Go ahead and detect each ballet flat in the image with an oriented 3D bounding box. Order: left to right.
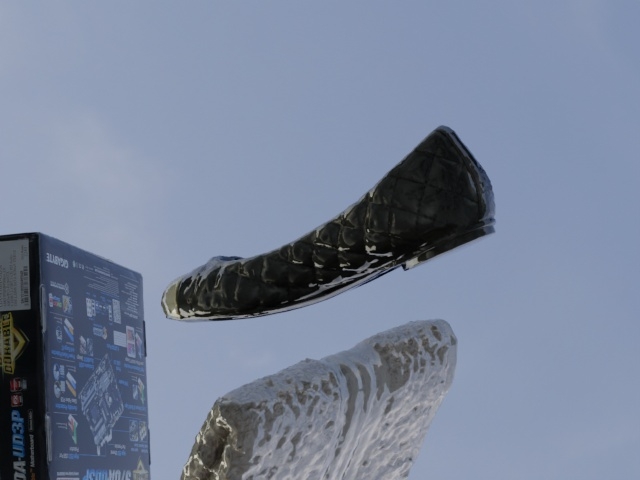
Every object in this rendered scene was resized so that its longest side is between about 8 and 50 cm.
[{"bbox_3d":[0.000,0.000,0.711,0.173,0.057,0.049,-21,-95,34],"label":"ballet flat"}]

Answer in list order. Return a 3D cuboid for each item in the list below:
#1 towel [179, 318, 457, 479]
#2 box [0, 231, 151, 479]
[{"bbox_3d":[-0.029,0.177,1.014,0.049,0.187,0.282,42,-53,27],"label":"towel"},{"bbox_3d":[-0.167,0.096,1.122,0.051,0.220,0.175,-5,-99,10],"label":"box"}]
